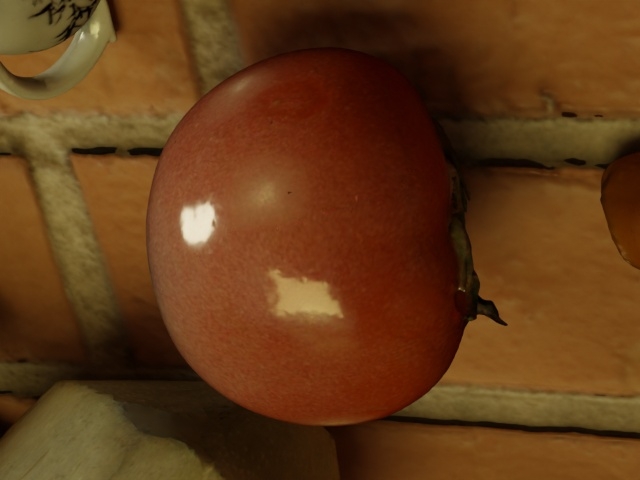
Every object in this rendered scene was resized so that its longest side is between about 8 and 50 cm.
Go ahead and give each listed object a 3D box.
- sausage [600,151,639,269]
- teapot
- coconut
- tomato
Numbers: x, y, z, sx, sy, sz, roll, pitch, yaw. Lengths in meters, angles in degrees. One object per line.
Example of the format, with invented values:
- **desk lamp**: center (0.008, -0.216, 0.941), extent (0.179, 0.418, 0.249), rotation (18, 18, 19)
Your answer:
- **sausage**: center (0.302, -0.026, 1.288), extent (0.238, 0.098, 0.098), rotation (-8, 127, 26)
- **teapot**: center (-0.213, -0.214, 1.272), extent (0.208, 0.166, 0.300), rotation (19, 146, 26)
- **coconut**: center (-0.133, 0.249, 1.539), extent (0.352, 0.353, 0.353), rotation (10, 133, 11)
- **tomato**: center (0.000, 0.000, 1.308), extent (0.224, 0.256, 0.256), rotation (-10, 128, 7)
